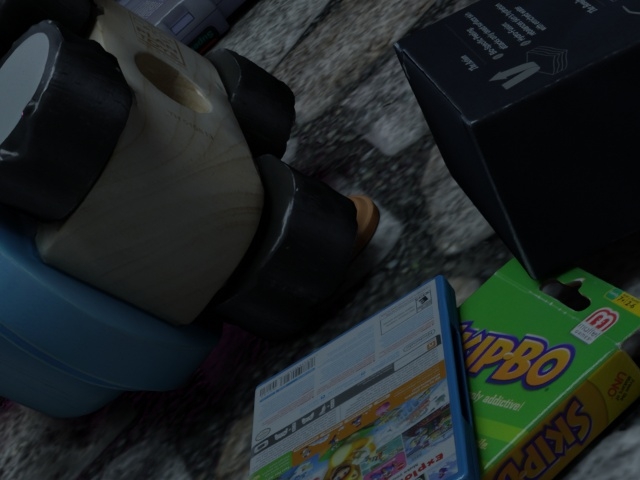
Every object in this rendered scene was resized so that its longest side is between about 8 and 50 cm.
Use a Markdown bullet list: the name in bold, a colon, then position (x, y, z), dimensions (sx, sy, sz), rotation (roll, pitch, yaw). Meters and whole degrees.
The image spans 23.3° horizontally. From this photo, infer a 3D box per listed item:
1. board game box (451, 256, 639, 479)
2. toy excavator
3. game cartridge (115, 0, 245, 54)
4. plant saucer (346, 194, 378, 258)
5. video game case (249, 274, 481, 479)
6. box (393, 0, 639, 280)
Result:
- **board game box**: position (0.038, 0.110, 0.716), dimensions (0.259, 0.039, 0.124), rotation (-45, 24, -4)
- **toy excavator**: position (-0.234, 0.011, 1.068), dimensions (0.445, 0.222, 0.433), rotation (-49, 33, 17)
- **game cartridge**: position (-0.227, -0.162, 1.561), dimensions (0.355, 0.068, 0.230), rotation (-44, 28, -8)
- **plant saucer**: position (0.000, 0.000, 0.991), dimensions (0.083, 0.013, 0.083), rotation (-32, 25, 17)
- **video game case**: position (0.016, 0.091, 0.724), dimensions (0.119, 0.015, 0.166), rotation (-32, 24, 17)
- **box**: position (0.139, -0.077, 0.785), dimensions (0.158, 0.093, 0.156), rotation (-26, 24, 0)
